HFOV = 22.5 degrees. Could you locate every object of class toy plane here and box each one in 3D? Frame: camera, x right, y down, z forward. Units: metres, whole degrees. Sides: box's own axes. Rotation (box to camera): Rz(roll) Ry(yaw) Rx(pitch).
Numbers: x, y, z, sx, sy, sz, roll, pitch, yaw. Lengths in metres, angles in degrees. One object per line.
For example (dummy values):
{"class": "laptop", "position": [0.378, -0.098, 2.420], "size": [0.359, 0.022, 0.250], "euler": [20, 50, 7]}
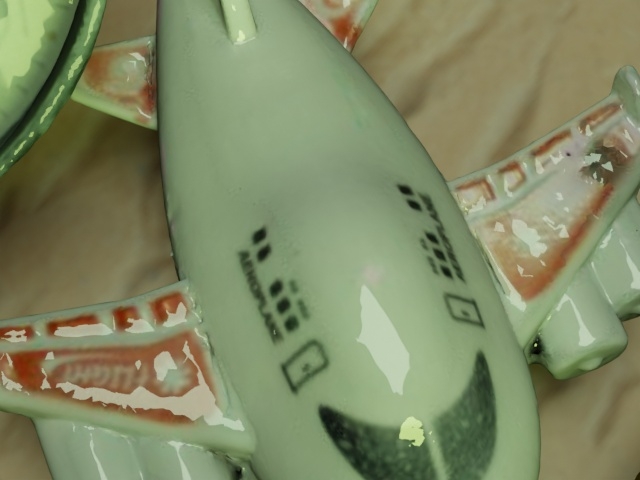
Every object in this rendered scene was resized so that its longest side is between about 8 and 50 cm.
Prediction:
{"class": "toy plane", "position": [0.000, 0.002, 0.555], "size": [0.252, 0.118, 0.252], "euler": [1, 71, -2]}

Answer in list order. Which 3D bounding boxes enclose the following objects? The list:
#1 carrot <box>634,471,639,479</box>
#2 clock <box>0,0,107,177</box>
{"class": "carrot", "position": [0.234, 0.105, 0.418], "size": [0.241, 0.341, 0.241], "euler": [2, 82, -14]}
{"class": "clock", "position": [-0.174, -0.101, 0.488], "size": [0.226, 0.049, 0.226], "euler": [-3, 111, -8]}
